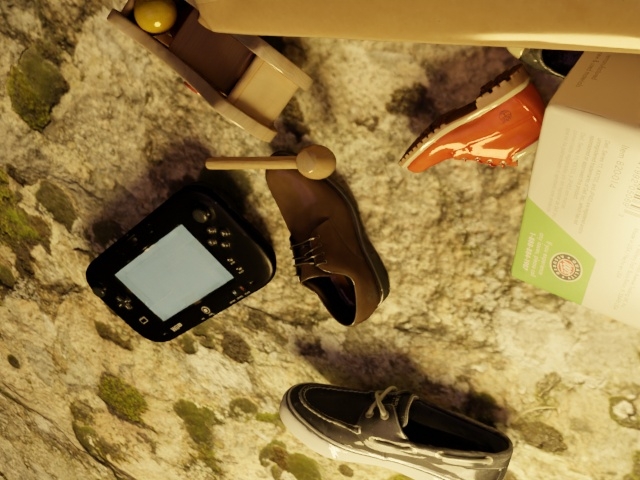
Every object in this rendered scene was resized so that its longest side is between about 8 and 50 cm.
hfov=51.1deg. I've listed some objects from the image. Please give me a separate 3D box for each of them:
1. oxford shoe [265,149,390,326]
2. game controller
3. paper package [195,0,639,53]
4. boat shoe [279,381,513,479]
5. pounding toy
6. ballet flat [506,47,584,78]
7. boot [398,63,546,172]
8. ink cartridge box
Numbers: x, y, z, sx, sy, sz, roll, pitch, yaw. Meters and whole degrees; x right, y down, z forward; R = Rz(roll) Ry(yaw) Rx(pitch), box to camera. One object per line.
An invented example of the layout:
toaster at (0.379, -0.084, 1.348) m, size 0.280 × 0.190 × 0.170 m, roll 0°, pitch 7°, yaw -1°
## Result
oxford shoe at (0.000, 0.000, 0.778) m, size 0.083 × 0.096 × 0.227 m, roll -26°, pitch 102°, yaw 39°
game controller at (-0.200, 0.042, 0.929) m, size 0.319 × 0.067 × 0.166 m, roll -31°, pitch 100°, yaw 38°
paper package at (0.118, -0.247, 0.428) m, size 0.325 × 0.309 × 0.168 m, roll 10°, pitch 126°, yaw 24°
boat shoe at (0.093, 0.235, 0.858) m, size 0.301 × 0.108 × 0.102 m, roll 19°, pitch 125°, yaw 15°
pounding toy at (-0.106, -0.146, 0.680) m, size 0.269 × 0.154 × 0.155 m, roll 38°, pitch 100°, yaw 5°
ballet flat at (0.241, -0.157, 0.580) m, size 0.173 × 0.049 × 0.057 m, roll 24°, pitch 126°, yaw 15°
boot at (0.152, -0.095, 0.664) m, size 0.158 × 0.059 × 0.084 m, roll -29°, pitch 106°, yaw 36°
ink cartridge box at (0.345, -0.004, 0.508) m, size 0.353 × 0.119 × 0.207 m, roll 25°, pitch 145°, yaw 25°
